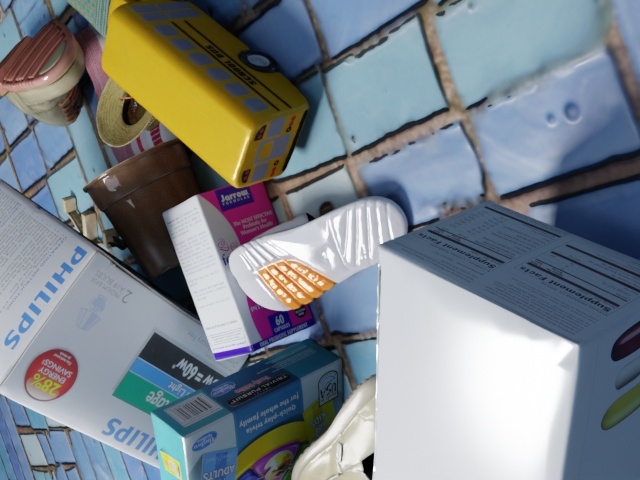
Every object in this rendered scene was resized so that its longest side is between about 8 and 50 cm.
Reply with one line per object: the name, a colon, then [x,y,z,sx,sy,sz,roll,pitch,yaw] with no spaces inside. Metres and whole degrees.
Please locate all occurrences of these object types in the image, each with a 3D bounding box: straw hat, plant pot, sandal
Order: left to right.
straw hat: [-0.254,-0.194,1.248,0.144,0.061,0.145,-12,70,36]
plant pot: [-0.237,-0.042,1.284,0.167,0.167,0.165,-23,97,54]
sandal: [0.006,0.009,1.062,0.265,0.076,0.102,-22,104,34]

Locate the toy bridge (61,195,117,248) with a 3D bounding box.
toy bridge: [-0.443,-0.025,1.661,0.188,0.026,0.063,31,131,41]

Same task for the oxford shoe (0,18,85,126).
oxford shoe: [-0.446,-0.269,1.457,0.146,0.140,0.397,42,169,-27]

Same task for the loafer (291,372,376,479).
loafer: [0.047,0.270,1.089,0.092,0.102,0.269,50,133,27]

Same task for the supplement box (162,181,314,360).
supplement box: [-0.114,0.039,1.189,0.114,0.111,0.220,-22,89,54]

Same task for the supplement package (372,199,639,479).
supplement package: [0.164,0.132,0.743,0.204,0.145,0.262,28,128,44]

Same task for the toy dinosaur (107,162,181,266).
toy dinosaur: [-0.293,-0.013,1.446,0.268,0.064,0.118,47,132,23]

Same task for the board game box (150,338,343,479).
board game box: [-0.083,0.335,1.173,0.079,0.253,0.336,24,125,44]

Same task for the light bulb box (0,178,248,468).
light bulb box: [-0.369,0.125,1.328,0.361,0.225,0.358,26,168,43]

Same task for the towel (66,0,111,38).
towel: [-0.348,-0.472,1.275,0.370,0.040,0.271,43,132,35]

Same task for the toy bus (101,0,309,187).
toy bus: [-0.162,-0.210,1.093,0.332,0.130,0.108,41,130,23]

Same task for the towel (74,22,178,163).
towel: [-0.273,-0.257,1.318,0.329,0.037,0.237,-15,95,54]
